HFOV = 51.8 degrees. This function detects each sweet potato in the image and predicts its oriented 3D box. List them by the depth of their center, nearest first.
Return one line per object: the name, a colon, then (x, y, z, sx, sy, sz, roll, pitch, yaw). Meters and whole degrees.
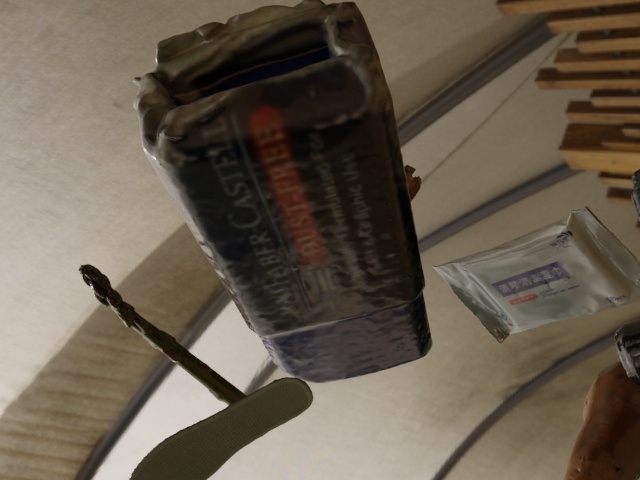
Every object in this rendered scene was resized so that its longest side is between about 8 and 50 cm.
sweet potato: (0.368, 0.198, 0.774, 0.359, 0.112, 0.112, -16, -70, -41)

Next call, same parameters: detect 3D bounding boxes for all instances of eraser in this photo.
eraser: (-0.008, -0.008, 0.503, 0.155, 0.101, 0.332, -15, -42, 4)

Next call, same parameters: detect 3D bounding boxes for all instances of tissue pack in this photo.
tissue pack: (0.218, 0.039, 0.661, 0.122, 0.193, 0.026, 42, -130, -16)

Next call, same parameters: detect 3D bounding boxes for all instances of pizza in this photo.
pizza: (0.151, -0.147, 1.725, 0.226, 0.069, 0.147, 15, -70, -19)

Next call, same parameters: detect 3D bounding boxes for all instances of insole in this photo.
insole: (-0.071, 0.140, 0.457, 0.153, 0.002, 0.053, -32, -59, 7)

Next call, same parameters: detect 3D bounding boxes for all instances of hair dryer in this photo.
hair dryer: (0.351, 0.026, 0.692, 0.071, 0.114, 0.247, 31, -137, -39)

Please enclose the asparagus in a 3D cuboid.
asparagus: (-0.147, 0.109, 0.664, 0.248, 0.024, 0.025, 44, -116, -17)
